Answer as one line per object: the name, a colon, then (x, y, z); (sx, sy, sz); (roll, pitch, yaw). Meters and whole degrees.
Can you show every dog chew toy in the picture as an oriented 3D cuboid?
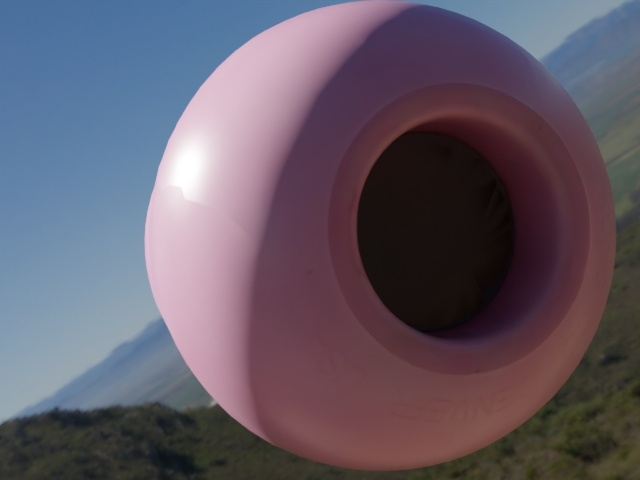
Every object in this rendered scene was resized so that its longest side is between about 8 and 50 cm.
dog chew toy: (0.000, 0.000, 0.533); (0.207, 0.206, 0.332); (-34, 9, -17)
